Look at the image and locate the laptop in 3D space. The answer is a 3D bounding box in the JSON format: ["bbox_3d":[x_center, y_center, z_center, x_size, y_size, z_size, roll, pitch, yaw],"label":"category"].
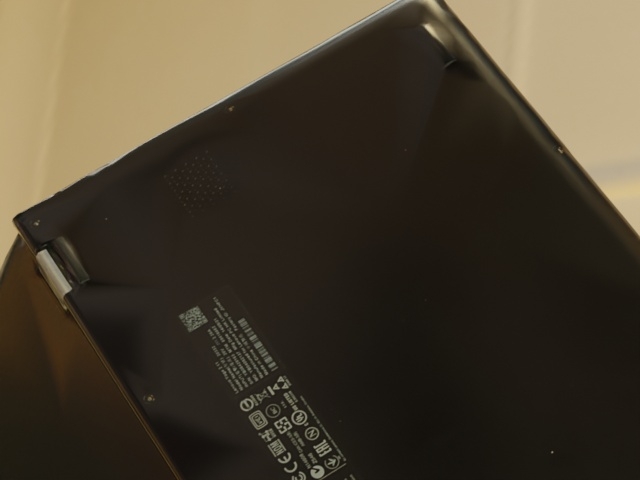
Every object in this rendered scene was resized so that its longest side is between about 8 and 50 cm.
[{"bbox_3d":[-0.003,0.149,1.012,0.408,0.236,0.382,-31,-115,-10],"label":"laptop"}]
